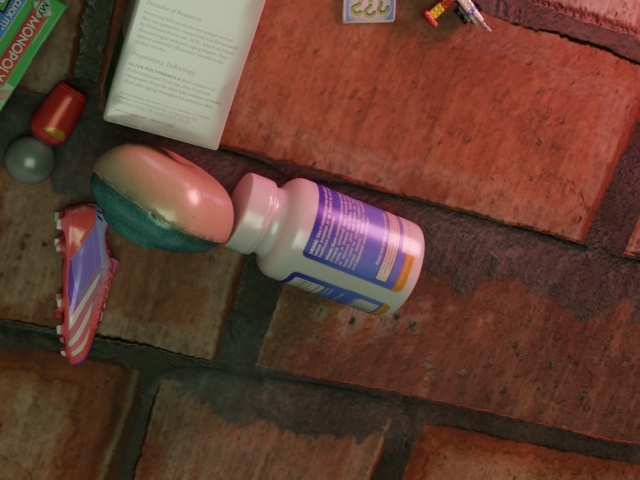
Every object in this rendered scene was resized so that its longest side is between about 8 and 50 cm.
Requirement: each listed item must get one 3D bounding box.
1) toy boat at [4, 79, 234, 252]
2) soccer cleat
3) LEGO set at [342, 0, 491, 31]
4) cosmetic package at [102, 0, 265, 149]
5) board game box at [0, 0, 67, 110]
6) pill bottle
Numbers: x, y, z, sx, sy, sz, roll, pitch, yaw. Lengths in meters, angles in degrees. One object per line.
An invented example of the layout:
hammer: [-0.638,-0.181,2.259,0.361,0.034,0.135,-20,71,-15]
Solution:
toy boat: [-0.267,-0.074,1.263,0.318,0.267,0.148,34,94,9]
soccer cleat: [-0.333,0.066,1.363,0.095,0.083,0.248,-2,109,-17]
LEGO set: [0.157,-0.386,1.311,0.244,0.060,0.182,-3,115,-12]
cosmetic package: [-0.152,-0.322,1.188,0.155,0.197,0.365,14,105,-17]
board game box: [-0.488,-0.219,1.165,0.213,0.046,0.317,34,76,-23]
pill bottle: [0.000,0.000,1.373,0.272,0.152,0.152,22,105,-19]
